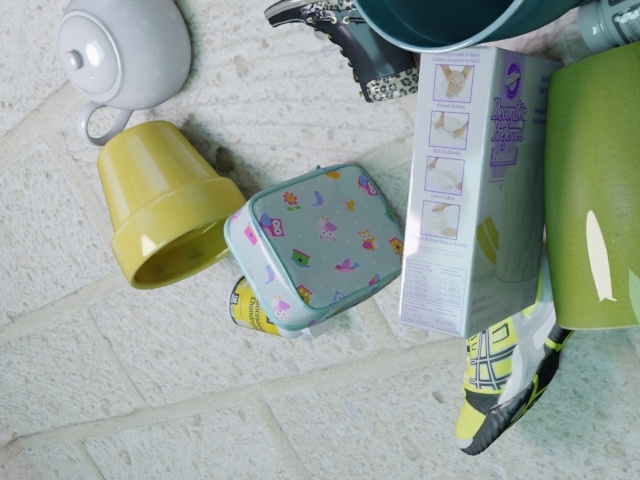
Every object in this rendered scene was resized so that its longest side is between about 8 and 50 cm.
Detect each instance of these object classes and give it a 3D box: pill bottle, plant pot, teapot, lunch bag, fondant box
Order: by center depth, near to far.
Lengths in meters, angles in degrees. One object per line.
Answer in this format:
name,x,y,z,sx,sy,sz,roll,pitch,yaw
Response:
plant pot,0.201,-0.341,0.841,0.272,0.255,0.271,15,111,45
pill bottle,0.373,-0.268,0.901,0.137,0.078,0.078,-18,104,43
plant pot,0.375,-0.074,0.921,0.275,0.275,0.293,-16,89,42
fondant box,0.204,-0.065,0.978,0.096,0.238,0.330,10,102,33
lunch bag,0.000,0.000,1.216,0.108,0.279,0.224,-42,77,44
teapot,-0.363,-0.325,1.357,0.252,0.187,0.256,-21,103,43
plant pot,-0.282,-0.075,1.421,0.254,0.254,0.239,-44,72,44
pill bottle,-0.077,0.126,1.468,0.184,0.103,0.103,9,121,34

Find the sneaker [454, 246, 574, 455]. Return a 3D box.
sneaker,0.285,0.167,1.209,0.147,0.145,0.384,35,122,26

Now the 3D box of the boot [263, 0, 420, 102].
boot,0.034,-0.286,1.147,0.236,0.085,0.178,-2,117,38
